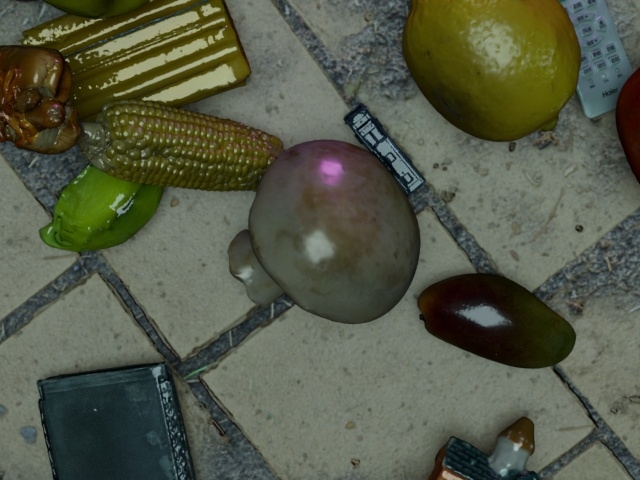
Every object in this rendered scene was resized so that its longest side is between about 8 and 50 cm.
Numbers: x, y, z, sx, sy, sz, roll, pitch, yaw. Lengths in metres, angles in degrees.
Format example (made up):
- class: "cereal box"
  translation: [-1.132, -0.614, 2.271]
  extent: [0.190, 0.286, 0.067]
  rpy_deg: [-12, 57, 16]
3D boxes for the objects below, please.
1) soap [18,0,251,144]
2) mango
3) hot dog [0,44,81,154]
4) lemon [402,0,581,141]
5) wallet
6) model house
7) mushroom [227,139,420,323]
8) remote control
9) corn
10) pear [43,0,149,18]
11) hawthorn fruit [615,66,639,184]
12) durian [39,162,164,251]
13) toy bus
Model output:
- class: "soap"
  translation: [-0.289, -0.291, 1.929]
  extent: [0.324, 0.096, 0.204]
  rpy_deg: [-20, 94, 3]
- class: "mango"
  translation: [0.287, 0.127, 1.949]
  extent: [0.267, 0.111, 0.133]
  rpy_deg: [18, 84, -5]
- class: "hot dog"
  translation: [-0.469, -0.215, 1.827]
  extent: [0.117, 0.348, 0.158]
  rpy_deg: [-19, 111, -30]
- class: "lemon"
  translation: [0.258, -0.288, 1.841]
  extent: [0.260, 0.260, 0.284]
  rpy_deg: [-41, 71, 5]
- class: "wallet"
  translation: [-0.327, 0.375, 2.008]
  extent: [0.237, 0.075, 0.342]
  rpy_deg: [-10, 97, 8]
- class: "model house"
  translation: [0.263, 0.423, 1.966]
  extent: [0.271, 0.190, 0.301]
  rpy_deg: [30, 80, 2]
- class: "mushroom"
  translation: [0.000, 0.000, 1.895]
  extent: [0.290, 0.297, 0.298]
  rpy_deg: [-29, 95, 41]
- class: "remote control"
  translation: [0.408, -0.343, 1.928]
  extent: [0.103, 0.051, 0.293]
  rpy_deg: [-22, 94, -16]
- class: "corn"
  translation: [-0.210, -0.143, 1.875]
  extent: [0.346, 0.130, 0.130]
  rpy_deg: [6, 97, -31]
- class: "pear"
  translation: [-0.357, -0.475, 1.789]
  extent: [0.252, 0.253, 0.307]
  rpy_deg: [-24, 73, 3]
- class: "hawthorn fruit"
  translation: [0.578, -0.179, 1.844]
  extent: [0.265, 0.265, 0.307]
  rpy_deg: [-38, 87, 4]
- class: "durian"
  translation: [-0.337, -0.065, 1.954]
  extent: [0.139, 0.101, 0.250]
  rpy_deg: [42, 95, 31]
- class: "toy bus"
  translation: [0.103, -0.145, 1.948]
  extent: [0.047, 0.065, 0.166]
  rpy_deg: [-40, 94, 6]
